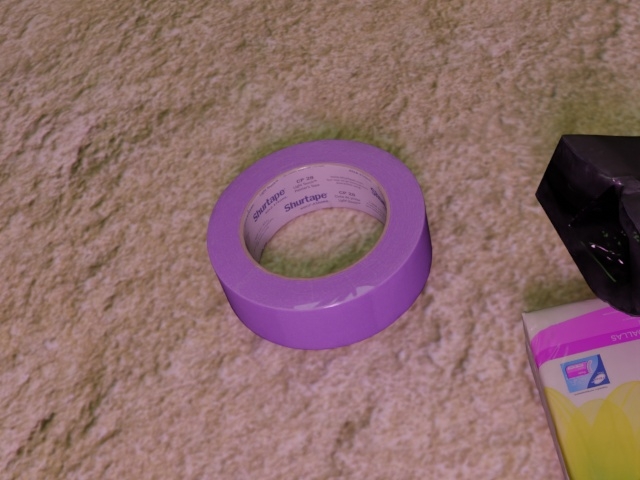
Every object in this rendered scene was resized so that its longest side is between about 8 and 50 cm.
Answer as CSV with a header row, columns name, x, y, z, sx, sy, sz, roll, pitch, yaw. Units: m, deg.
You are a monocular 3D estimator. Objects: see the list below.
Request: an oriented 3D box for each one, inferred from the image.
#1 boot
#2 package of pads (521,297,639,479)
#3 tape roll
name,x,y,z,sx,sy,sz,roll,pitch,yaw
boot,0.486,0.010,0.985,0.446,0.146,0.367,-2,32,-26
package of pads,0.353,0.184,1.019,0.229,0.101,0.296,-13,50,5
tape roll,0.000,0.000,1.266,0.275,0.090,0.274,-8,50,9
